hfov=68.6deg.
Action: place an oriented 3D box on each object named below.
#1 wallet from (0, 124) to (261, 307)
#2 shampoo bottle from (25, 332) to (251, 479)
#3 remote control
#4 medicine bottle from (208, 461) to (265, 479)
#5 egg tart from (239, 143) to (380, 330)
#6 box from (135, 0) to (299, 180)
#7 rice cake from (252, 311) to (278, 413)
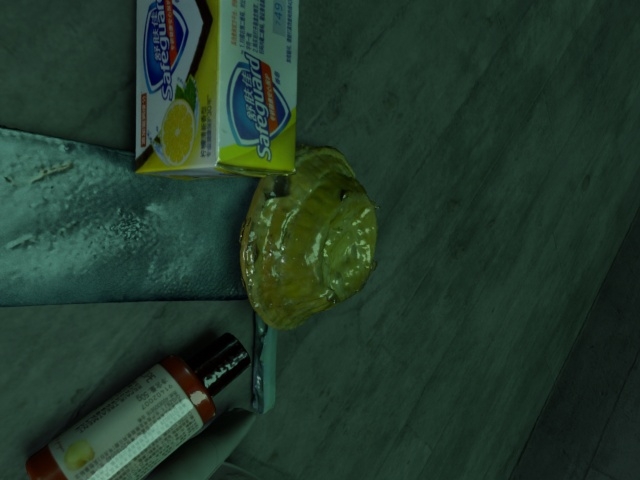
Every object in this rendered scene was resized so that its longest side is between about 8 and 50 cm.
[{"bbox_3d":[-0.225,-0.014,0.553,0.379,0.046,0.191,4,99,-44],"label":"wallet"},{"bbox_3d":[-0.211,0.223,0.603,0.278,0.104,0.104,-36,126,-31],"label":"shampoo bottle"},{"bbox_3d":[-0.169,0.289,0.639,0.229,0.073,0.044,-30,106,-65],"label":"remote control"},{"bbox_3d":[-0.195,0.527,0.642,0.213,0.213,0.379,31,81,-45],"label":"medicine bottle"},{"bbox_3d":[0.000,0.000,0.697,0.290,0.115,0.290,-25,120,-52],"label":"egg tart"},{"bbox_3d":[-0.112,-0.197,0.491,0.097,0.168,0.265,-1,96,-47],"label":"box"},{"bbox_3d":[-0.092,0.199,0.764,0.042,0.030,0.180,-18,116,-54],"label":"rice cake"}]
